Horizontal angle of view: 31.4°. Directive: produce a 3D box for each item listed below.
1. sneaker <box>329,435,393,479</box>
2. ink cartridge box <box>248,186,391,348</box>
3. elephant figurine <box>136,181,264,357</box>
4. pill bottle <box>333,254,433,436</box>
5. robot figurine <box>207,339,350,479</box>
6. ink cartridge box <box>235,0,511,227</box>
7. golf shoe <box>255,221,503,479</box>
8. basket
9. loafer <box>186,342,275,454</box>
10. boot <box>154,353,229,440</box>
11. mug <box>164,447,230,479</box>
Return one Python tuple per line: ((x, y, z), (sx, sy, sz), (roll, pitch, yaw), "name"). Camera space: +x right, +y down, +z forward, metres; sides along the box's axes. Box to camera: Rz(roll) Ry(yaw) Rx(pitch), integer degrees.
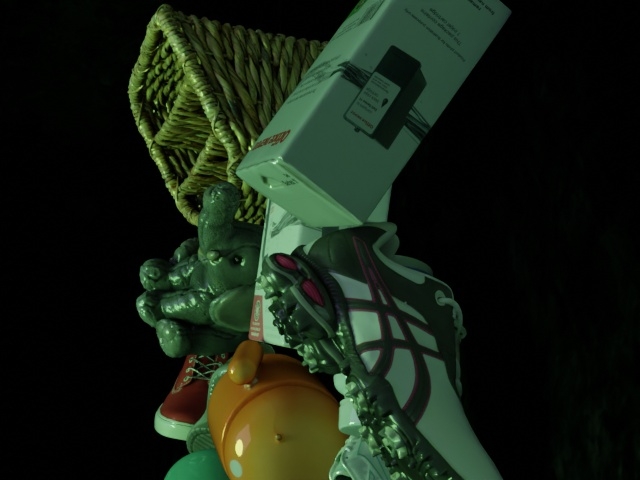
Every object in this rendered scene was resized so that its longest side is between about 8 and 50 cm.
((0.040, 0.176, 0.940), (0.054, 0.061, 0.152), (112, 161, -46), "sneaker")
((0.000, 0.000, 1.125), (0.158, 0.092, 0.218), (172, 108, -74), "ink cartridge box")
((-0.097, 0.042, 1.353), (0.239, 0.186, 0.169), (-34, 78, 38), "elephant figurine")
((0.050, 0.087, 0.916), (0.078, 0.078, 0.137), (137, 140, -66), "pill bottle")
((-0.041, 0.183, 1.098), (0.219, 0.128, 0.158), (-144, 64, -73), "robot figurine")
((0.037, -0.115, 0.906), (0.208, 0.087, 0.153), (-54, 13, -9), "ink cartridge box")
((0.063, 0.086, 0.800), (0.273, 0.120, 0.105), (52, 165, 34), "golf shoe")
((-0.133, -0.126, 1.430), (0.299, 0.223, 0.214), (144, 133, -68), "basket")
((-0.096, 0.213, 1.399), (0.087, 0.094, 0.251), (-49, -10, -40), "loafer")
((-0.164, 0.172, 1.577), (0.244, 0.088, 0.176), (-85, 9, -82), "boot")
((-0.125, 0.313, 1.326), (0.097, 0.129, 0.158), (-95, 20, -51), "mug")
